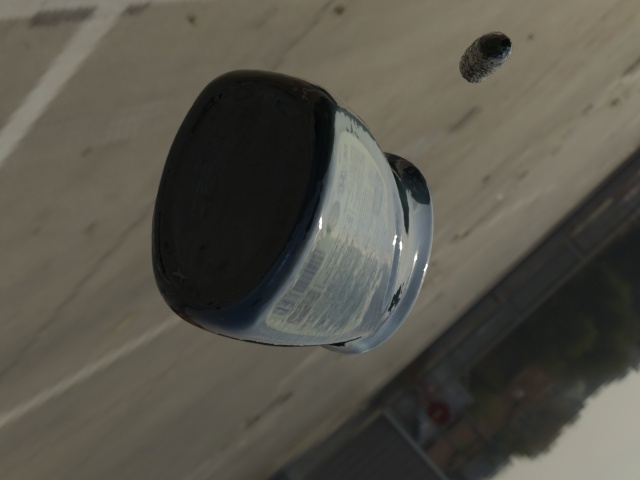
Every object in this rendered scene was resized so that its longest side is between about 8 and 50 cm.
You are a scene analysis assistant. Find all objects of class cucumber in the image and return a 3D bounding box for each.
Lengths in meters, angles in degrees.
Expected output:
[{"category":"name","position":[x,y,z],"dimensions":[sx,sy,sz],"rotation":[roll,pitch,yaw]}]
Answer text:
[{"category":"cucumber","position":[0.135,-0.151,1.187],"dimensions":[0.032,0.032,0.133],"rotation":[-42,180,-1]}]

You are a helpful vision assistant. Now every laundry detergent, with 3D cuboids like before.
[{"category":"laundry detergent","position":[0.001,0.000,0.585],"dimensions":[0.206,0.061,0.097],"rotation":[30,72,-70]}]
